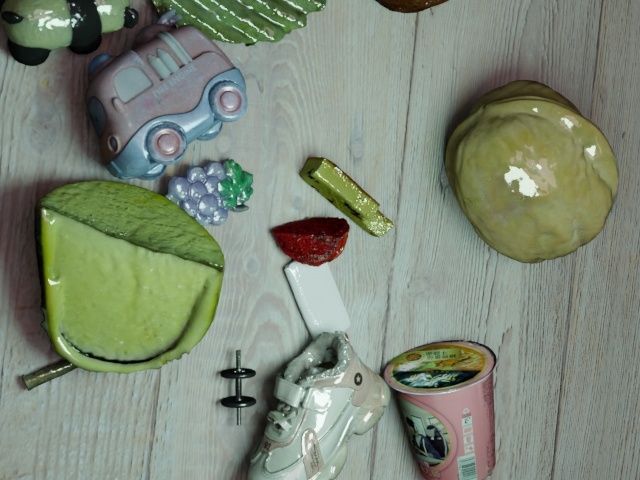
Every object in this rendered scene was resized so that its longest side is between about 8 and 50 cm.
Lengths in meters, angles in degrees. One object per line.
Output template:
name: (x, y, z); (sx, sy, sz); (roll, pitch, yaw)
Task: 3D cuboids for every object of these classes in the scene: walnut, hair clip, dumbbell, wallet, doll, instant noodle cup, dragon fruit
walnut: (0.432, -0.140, 1.907); (0.381, 0.381, 0.381); (-2, 94, -26)
hair clip: (-0.210, -0.089, 1.747); (0.195, 0.052, 0.124); (-17, 110, -33)
dumbbell: (-0.159, 0.285, 1.775); (0.069, 0.069, 0.147); (-3, 94, -26)
wallet: (-0.004, 0.117, 1.864); (0.095, 0.033, 0.190); (-29, 104, -21)
doll: (-0.434, -0.386, 1.564); (0.234, 0.135, 0.143); (-20, 104, -28)
instant noodle cup: (0.269, 0.369, 1.926); (0.244, 0.244, 0.255); (-20, 111, -24)
dragon fruit: (0.000, 0.000, 1.815); (0.106, 0.162, 0.083); (-41, 124, -54)

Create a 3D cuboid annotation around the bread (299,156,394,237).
bread: (0.061, -0.083, 1.854); (0.226, 0.088, 0.049); (39, 74, -22)

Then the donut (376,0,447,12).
donut: (0.198, -0.525, 1.880); (0.187, 0.126, 0.144); (35, 85, -24)

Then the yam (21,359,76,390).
yam: (-0.467, 0.227, 1.641); (0.129, 0.027, 0.033); (-26, 105, -24)

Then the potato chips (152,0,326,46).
potato chips: (-0.132, -0.557, 1.723); (0.389, 0.097, 0.373); (1, 94, -25)

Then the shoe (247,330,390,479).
shoe: (-0.033, 0.335, 1.781); (0.351, 0.172, 0.198); (-46, 121, -29)

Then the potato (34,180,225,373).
potato: (-0.342, 0.072, 1.619); (0.330, 0.213, 0.280); (18, 111, -6)

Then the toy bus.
toy bus: (-0.287, -0.254, 1.620); (0.294, 0.197, 0.232); (-38, 99, -19)
